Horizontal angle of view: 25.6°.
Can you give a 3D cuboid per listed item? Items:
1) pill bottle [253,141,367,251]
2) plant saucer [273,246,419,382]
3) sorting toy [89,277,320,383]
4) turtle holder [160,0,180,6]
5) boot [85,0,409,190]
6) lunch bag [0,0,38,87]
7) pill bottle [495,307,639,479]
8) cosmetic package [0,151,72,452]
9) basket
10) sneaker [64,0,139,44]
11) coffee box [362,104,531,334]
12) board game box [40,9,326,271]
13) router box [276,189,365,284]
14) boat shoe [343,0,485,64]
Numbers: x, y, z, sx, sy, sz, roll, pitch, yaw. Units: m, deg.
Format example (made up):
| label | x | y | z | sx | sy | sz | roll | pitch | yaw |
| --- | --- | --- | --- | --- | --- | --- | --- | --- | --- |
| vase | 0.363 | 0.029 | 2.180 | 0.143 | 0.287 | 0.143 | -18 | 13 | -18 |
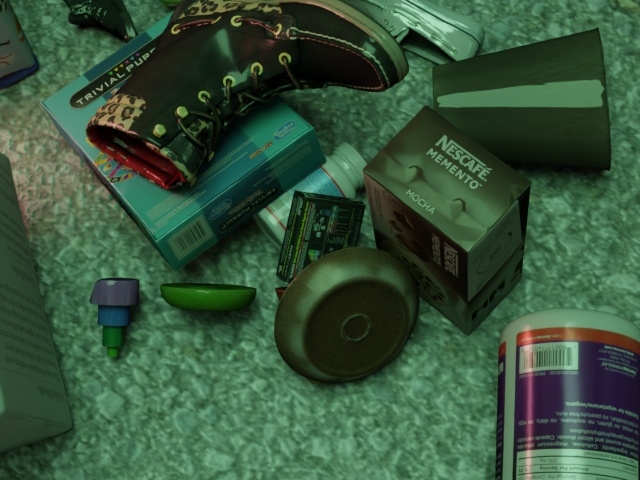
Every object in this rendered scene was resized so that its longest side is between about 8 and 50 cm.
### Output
| label | x | y | z | sx | sy | sz | roll | pitch | yaw |
| --- | --- | --- | --- | --- | --- | --- | --- | --- | --- |
| pill bottle | -0.010 | -0.060 | 1.909 | 0.160 | 0.087 | 0.087 | -38 | 69 | -10 |
| plant saucer | 0.040 | 0.104 | 1.784 | 0.199 | 0.198 | 0.036 | -28 | 32 | -6 |
| sorting toy | -0.125 | 0.119 | 1.853 | 0.366 | 0.127 | 0.126 | 2 | 92 | 6 |
| turtle holder | -0.104 | -0.435 | 1.965 | 0.243 | 0.227 | 0.320 | 42 | 103 | 36 |
| boot | -0.101 | -0.188 | 1.787 | 0.377 | 0.138 | 0.284 | 22 | 64 | 33 |
| lunch bag | -0.610 | -0.406 | 1.988 | 0.239 | 0.328 | 0.385 | -28 | 69 | -8 |
| pill bottle | 0.302 | 0.255 | 1.696 | 0.182 | 0.181 | 0.322 | 2 | 68 | 7 |
| cosmetic package | -0.537 | 0.082 | 1.735 | 0.328 | 0.329 | 0.393 | -16 | 78 | 1 |
| basket | 0.269 | -0.181 | 1.902 | 0.227 | 0.154 | 0.204 | -5 | 65 | 8 |
| sneaker | -0.330 | -0.332 | 2.077 | 0.089 | 0.051 | 0.170 | -24 | 63 | -4 |
| coffee box | 0.160 | -0.018 | 1.760 | 0.168 | 0.297 | 0.119 | 40 | 77 | 19 |
| board game box | -0.191 | -0.149 | 1.926 | 0.254 | 0.079 | 0.336 | -36 | 53 | -9 |
| router box | 0.000 | 0.000 | 1.859 | 0.092 | 0.038 | 0.122 | 7 | 102 | -28 |
| boat shoe | 0.119 | -0.309 | 2.001 | 0.226 | 0.083 | 0.075 | 22 | 70 | 13 |
